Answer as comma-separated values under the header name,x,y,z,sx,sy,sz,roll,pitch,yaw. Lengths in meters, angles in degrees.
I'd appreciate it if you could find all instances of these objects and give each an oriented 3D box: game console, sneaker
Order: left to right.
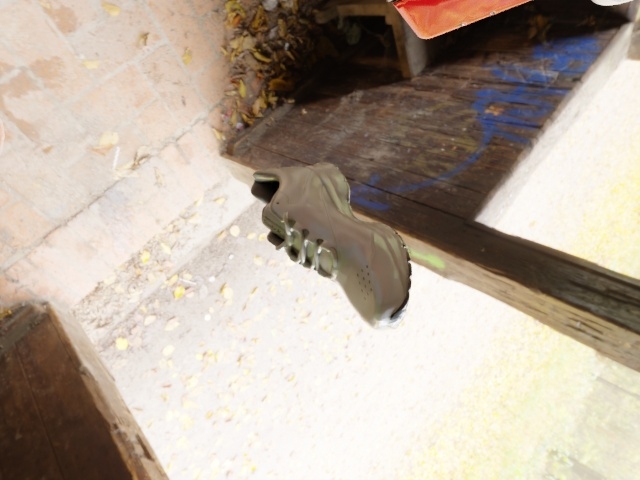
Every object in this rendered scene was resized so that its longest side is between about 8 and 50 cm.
name,x,y,z,sx,sy,sz,roll,pitch,yaw
sneaker,0.000,0.000,0.501,0.130,0.297,0.110,-2,125,-29
game console,0.143,-0.298,0.422,0.085,0.144,0.123,-28,109,-48

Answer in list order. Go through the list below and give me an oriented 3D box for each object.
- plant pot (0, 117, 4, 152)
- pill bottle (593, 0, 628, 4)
name,x,y,z,sx,sy,sz,roll,pitch,yaw
plant pot,-0.497,-0.172,0.352,0.273,0.264,0.272,-34,175,-3
pill bottle,0.280,-0.346,0.382,0.208,0.119,0.119,41,79,-32
